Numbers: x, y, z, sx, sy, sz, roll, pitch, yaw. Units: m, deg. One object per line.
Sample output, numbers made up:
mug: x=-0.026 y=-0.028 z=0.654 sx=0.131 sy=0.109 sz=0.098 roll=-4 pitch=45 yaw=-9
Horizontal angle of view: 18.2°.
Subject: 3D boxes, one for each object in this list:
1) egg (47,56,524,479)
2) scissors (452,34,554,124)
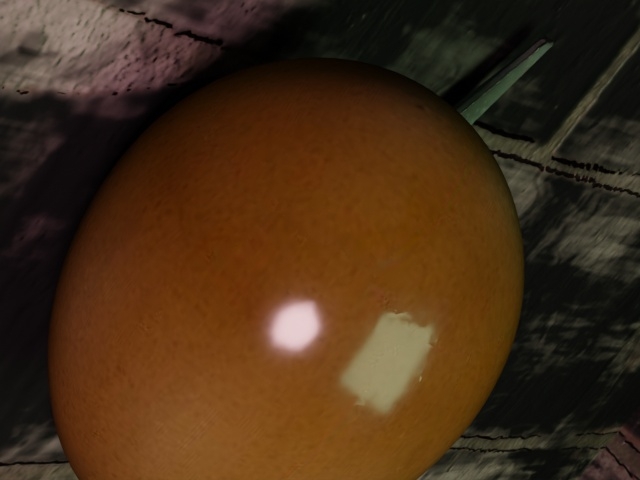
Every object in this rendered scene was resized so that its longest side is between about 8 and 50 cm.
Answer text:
egg: x=-0.027 y=0.043 z=1.149 sx=0.322 sy=0.250 sz=0.250 roll=-48 pitch=158 yaw=27
scissors: x=0.000 y=0.000 z=1.400 sx=0.447 sy=0.029 sz=0.192 roll=-42 pitch=157 yaw=-10
